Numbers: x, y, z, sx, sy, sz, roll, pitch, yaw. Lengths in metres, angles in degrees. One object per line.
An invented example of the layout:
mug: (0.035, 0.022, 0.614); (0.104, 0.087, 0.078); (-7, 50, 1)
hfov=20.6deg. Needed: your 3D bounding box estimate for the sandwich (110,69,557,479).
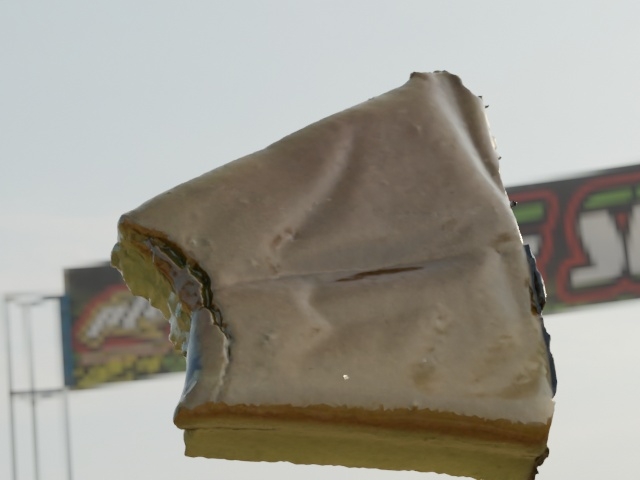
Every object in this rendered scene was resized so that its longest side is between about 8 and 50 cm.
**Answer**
sandwich: (0.000, 0.000, 0.881); (0.212, 0.245, 0.063); (7, -43, -18)
